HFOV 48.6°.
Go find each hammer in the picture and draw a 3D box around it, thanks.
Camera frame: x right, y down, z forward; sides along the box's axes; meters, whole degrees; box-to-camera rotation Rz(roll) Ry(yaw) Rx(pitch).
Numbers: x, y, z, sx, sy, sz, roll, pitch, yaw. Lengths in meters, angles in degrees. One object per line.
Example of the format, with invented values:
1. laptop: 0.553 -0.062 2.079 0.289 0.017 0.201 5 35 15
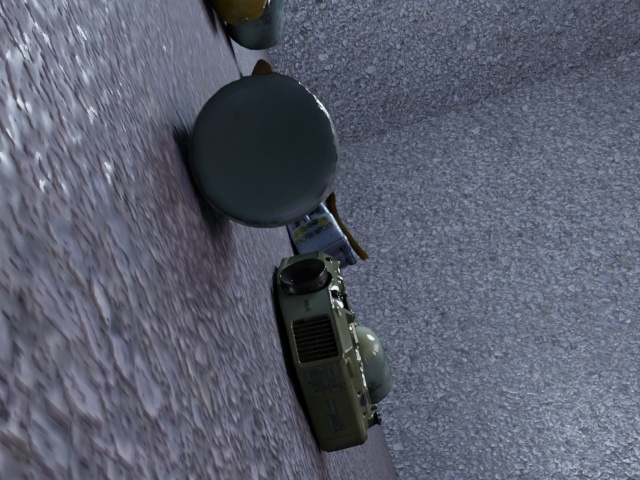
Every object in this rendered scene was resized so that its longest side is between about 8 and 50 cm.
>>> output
1. hammer: 0.067 0.209 1.612 0.305 0.113 0.202 -113 -175 -45
2. hammer: -0.176 -0.562 1.449 0.206 0.118 0.336 102 -35 -61

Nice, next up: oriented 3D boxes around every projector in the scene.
1. projector: 0.005 0.119 0.934 0.269 0.088 0.194 -103 177 -63

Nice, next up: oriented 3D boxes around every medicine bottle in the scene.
1. medicine bottle: -0.049 -0.087 0.676 0.168 0.135 0.135 -90 162 -79

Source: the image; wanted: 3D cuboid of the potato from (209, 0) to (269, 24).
1. potato: -0.161 -0.525 1.209 0.173 0.140 0.301 -110 -175 -70

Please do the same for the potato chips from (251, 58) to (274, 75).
1. potato chips: -0.114 -0.288 1.488 0.195 0.061 0.208 79 -6 -61

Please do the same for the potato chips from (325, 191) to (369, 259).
1. potato chips: 0.058 -0.025 1.603 0.204 0.037 0.026 59 5 -31

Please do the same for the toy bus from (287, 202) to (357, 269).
1. toy bus: 0.000 0.000 1.530 0.136 0.109 0.330 63 0 12
